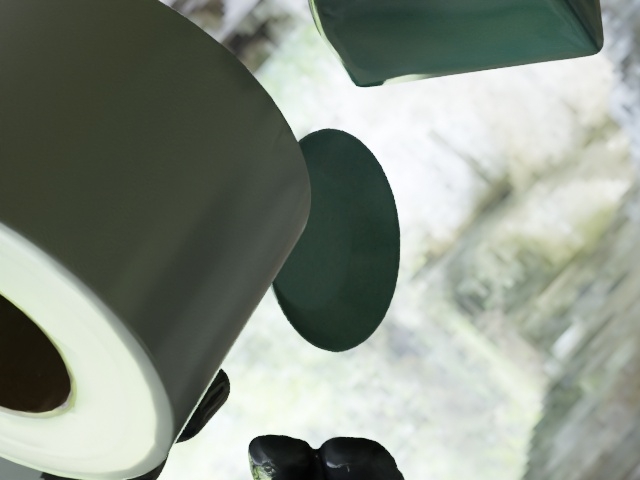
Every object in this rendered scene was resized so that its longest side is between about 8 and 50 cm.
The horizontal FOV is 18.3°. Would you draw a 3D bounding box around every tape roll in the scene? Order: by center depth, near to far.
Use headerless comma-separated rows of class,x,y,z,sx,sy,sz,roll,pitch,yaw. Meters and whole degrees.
tape roll,-0.149,-0.007,1.087,0.246,0.246,0.169,-42,-166,54

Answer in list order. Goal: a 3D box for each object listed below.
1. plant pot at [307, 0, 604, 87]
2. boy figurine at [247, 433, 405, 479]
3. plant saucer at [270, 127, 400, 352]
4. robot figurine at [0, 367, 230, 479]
plant pot,0.066,-0.203,1.167,0.166,0.165,0.234,-7,171,13
boy figurine,-0.030,0.255,1.163,0.092,0.177,0.285,71,28,-49
plant saucer,0.000,0.000,1.723,0.037,0.195,0.195,-2,-145,37
robot figurine,-0.209,0.106,1.369,0.278,0.209,0.173,-11,152,16
